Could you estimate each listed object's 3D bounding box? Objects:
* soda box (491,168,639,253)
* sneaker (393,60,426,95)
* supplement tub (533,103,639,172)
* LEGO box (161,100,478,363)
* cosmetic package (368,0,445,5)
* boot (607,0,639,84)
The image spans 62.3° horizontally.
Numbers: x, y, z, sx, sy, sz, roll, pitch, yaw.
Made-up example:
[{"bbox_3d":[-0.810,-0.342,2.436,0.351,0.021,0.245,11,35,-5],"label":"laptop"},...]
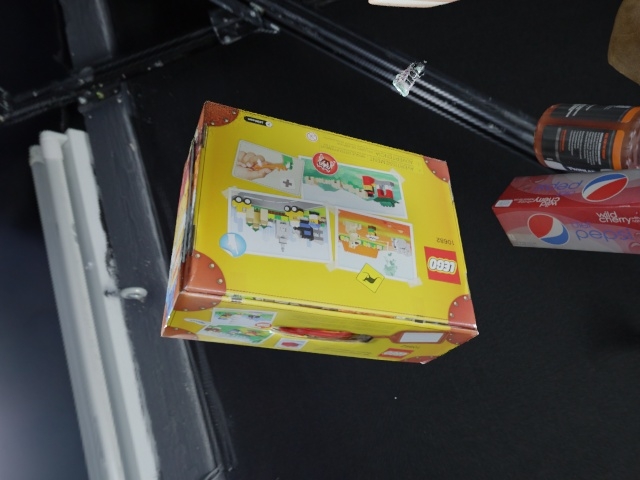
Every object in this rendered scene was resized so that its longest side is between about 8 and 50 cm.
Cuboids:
[{"bbox_3d":[0.393,-0.042,0.775,0.083,0.263,0.092,-47,-66,-21],"label":"soda box"},{"bbox_3d":[0.182,-0.329,1.050,0.069,0.098,0.038,-36,-67,30],"label":"sneaker"},{"bbox_3d":[0.429,-0.147,0.784,0.106,0.106,0.198,-54,-144,-9],"label":"supplement tub"},{"bbox_3d":[0.000,0.000,0.967,0.501,0.193,0.372,11,-122,-19],"label":"LEGO box"},{"bbox_3d":[0.206,-0.493,0.923,0.153,0.296,0.129,-3,-73,-15],"label":"cosmetic package"},{"bbox_3d":[0.446,-0.190,0.553,0.112,0.115,0.305,-10,-140,-29],"label":"boot"}]
